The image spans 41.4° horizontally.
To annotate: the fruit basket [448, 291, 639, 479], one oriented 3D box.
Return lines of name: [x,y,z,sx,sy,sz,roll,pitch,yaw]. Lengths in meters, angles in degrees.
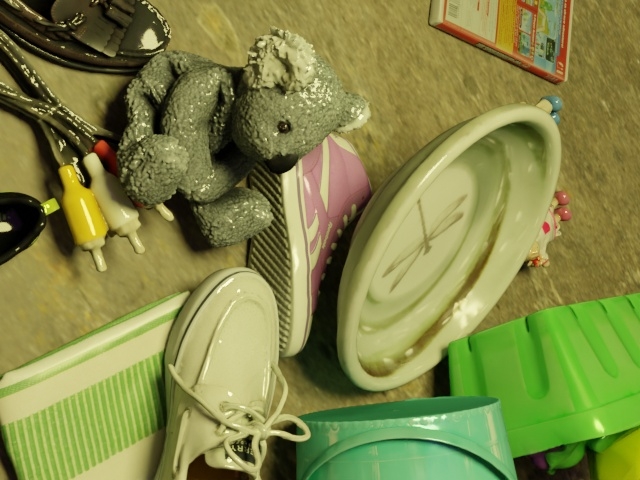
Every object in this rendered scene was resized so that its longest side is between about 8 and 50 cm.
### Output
fruit basket: [0.380,0.266,1.127,0.392,0.283,0.392,22,56,-36]

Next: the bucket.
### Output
bucket: [0.097,0.283,0.972,0.281,0.281,0.183,-2,82,-36]

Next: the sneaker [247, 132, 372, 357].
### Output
sneaker: [0.001,0.000,1.023,0.161,0.102,0.282,6,83,-38]

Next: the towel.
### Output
towel: [-0.188,0.247,0.908,0.247,0.038,0.325,-25,102,-34]

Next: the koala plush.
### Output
koala plush: [-0.072,-0.132,0.884,0.196,0.221,0.203,32,46,-53]

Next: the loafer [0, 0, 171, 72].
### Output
loafer: [-0.279,-0.254,0.844,0.302,0.095,0.109,20,75,-33]

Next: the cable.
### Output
cable: [-0.254,-0.115,0.866,0.139,0.072,0.287,-42,110,-35]

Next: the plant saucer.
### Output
plant saucer: [0.140,-0.001,1.051,0.400,0.100,0.401,-35,145,-29]

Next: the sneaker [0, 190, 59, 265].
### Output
sneaker: [-0.352,0.008,0.770,0.234,0.097,0.084,-34,105,-32]

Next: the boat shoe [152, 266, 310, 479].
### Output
boat shoe: [-0.095,0.205,0.856,0.135,0.156,0.367,23,75,-32]

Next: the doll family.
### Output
doll family: [0.271,-0.080,1.231,0.163,0.118,0.263,-42,128,-37]

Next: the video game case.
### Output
video game case: [0.287,-0.380,1.302,0.285,0.025,0.204,14,78,-34]
